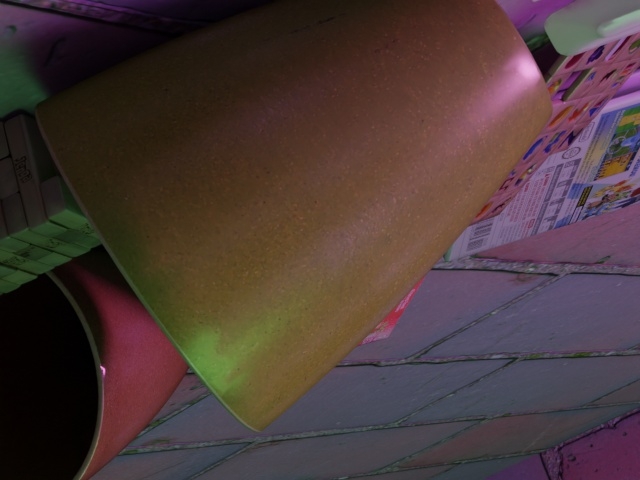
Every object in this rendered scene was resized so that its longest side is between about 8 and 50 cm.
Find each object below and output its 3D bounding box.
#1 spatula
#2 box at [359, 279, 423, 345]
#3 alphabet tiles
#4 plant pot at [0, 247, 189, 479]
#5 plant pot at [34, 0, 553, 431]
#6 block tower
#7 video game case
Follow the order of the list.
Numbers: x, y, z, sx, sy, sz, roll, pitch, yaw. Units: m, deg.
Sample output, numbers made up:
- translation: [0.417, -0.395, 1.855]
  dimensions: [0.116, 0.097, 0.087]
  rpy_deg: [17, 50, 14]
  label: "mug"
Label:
- translation: [0.253, -0.219, 0.974]
  dimensions: [0.242, 0.019, 0.168]
  rpy_deg: [-21, 135, 21]
  label: "spatula"
- translation: [0.000, 0.000, 1.260]
  dimensions: [0.154, 0.142, 0.300]
  rpy_deg: [-14, 161, -14]
  label: "box"
- translation: [0.195, -0.095, 1.214]
  dimensions: [0.198, 0.009, 0.237]
  rpy_deg: [-19, 152, -53]
  label: "alphabet tiles"
- translation: [-0.221, 0.099, 1.250]
  dimensions: [0.237, 0.237, 0.254]
  rpy_deg: [-29, 174, 27]
  label: "plant pot"
- translation: [0.003, -0.061, 0.968]
  dimensions: [0.293, 0.275, 0.275]
  rpy_deg: [-34, 161, 1]
  label: "plant pot"
- translation: [-0.319, 0.013, 1.076]
  dimensions: [0.335, 0.097, 0.091]
  rpy_deg: [-23, 161, 17]
  label: "block tower"
- translation: [0.277, -0.086, 1.454]
  dimensions: [0.300, 0.036, 0.329]
  rpy_deg: [-17, 160, -6]
  label: "video game case"
